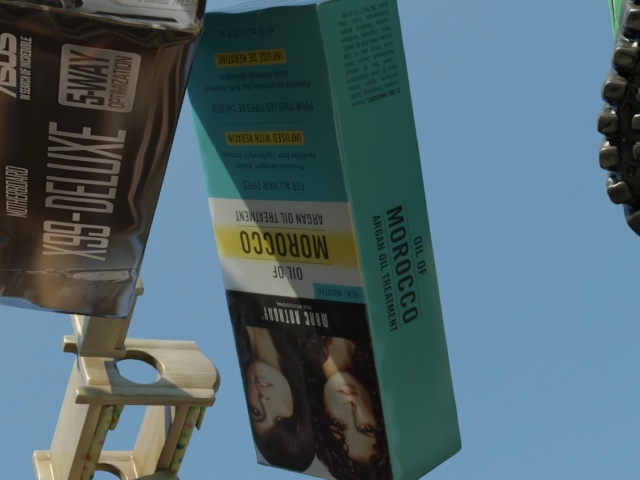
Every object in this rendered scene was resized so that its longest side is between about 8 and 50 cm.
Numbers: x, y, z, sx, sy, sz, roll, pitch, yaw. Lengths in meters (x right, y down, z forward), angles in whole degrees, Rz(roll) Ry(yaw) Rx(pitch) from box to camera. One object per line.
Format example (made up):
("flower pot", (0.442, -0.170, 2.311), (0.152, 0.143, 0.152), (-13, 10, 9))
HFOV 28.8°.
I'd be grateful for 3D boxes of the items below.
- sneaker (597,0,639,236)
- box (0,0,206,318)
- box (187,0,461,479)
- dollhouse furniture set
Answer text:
("sneaker", (0.209, -0.169, 0.689), (0.134, 0.146, 0.343), (4, -80, 23))
("box", (-0.082, -0.152, 0.500), (0.077, 0.307, 0.242), (9, -24, -10))
("box", (0.000, 0.000, 0.634), (0.060, 0.101, 0.244), (-24, -70, -45))
("dollhouse furniture set", (-0.101, 0.127, 0.772), (0.101, 0.161, 0.181), (5, -56, -25))
